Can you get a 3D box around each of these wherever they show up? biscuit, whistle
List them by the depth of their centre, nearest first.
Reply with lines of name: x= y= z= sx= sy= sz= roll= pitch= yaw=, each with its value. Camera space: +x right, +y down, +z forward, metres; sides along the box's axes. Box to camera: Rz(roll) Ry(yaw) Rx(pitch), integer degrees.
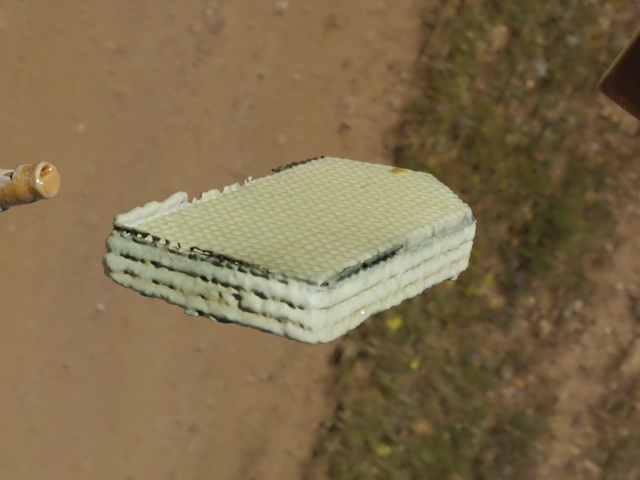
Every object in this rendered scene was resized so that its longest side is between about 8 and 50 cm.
biscuit: x=0.000 y=0.000 z=1.023 sx=0.252 sy=0.150 sz=0.052 roll=-24 pitch=123 yaw=-57
whistle: x=-0.359 y=-0.043 z=1.754 sx=0.107 sy=0.220 sz=0.057 roll=-37 pitch=114 yaw=-59

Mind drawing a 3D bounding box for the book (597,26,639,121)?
book: x=0.420 y=-0.168 z=1.401 sx=0.028 sy=0.262 sz=0.374 roll=-53 pitch=177 yaw=-41
